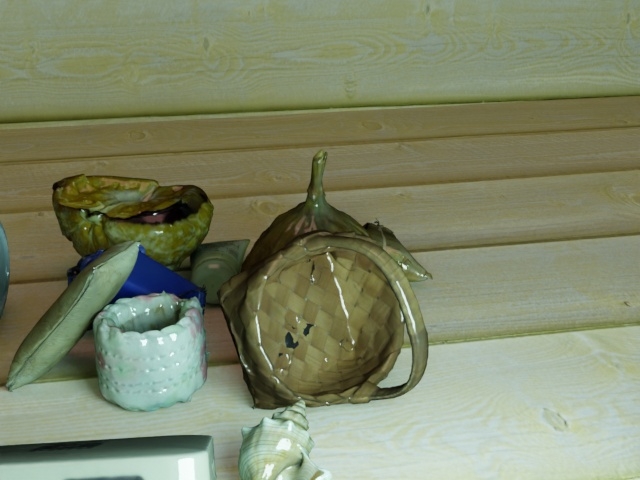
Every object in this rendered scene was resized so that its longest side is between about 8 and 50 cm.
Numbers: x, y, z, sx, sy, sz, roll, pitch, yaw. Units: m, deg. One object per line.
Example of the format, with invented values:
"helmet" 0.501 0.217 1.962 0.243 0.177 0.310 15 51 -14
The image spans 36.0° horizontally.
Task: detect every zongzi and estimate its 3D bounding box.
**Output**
"zongzi" 0.159 0.032 2.163 0.197 0.099 0.194 14 22 8

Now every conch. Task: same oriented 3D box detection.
"conch" -0.048 0.325 1.363 0.137 0.114 0.234 -9 55 7

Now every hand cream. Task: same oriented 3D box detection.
"hand cream" -0.227 0.047 2.134 0.147 0.093 0.306 -7 18 -1

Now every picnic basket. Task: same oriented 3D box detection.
"picnic basket" 0.043 0.123 1.579 0.337 0.293 0.337 -17 7 2

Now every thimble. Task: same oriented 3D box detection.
"thimble" -0.281 0.184 1.676 0.185 0.149 0.211 15 24 41

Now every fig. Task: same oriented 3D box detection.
"fig" 0.000 0.000 1.875 0.286 0.369 0.286 8 24 -4

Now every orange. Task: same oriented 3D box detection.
"orange" -0.405 -0.026 2.158 0.368 0.211 0.271 11 29 30

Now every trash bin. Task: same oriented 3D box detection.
"trash bin" -0.348 0.116 1.862 0.234 0.163 0.184 22 25 32

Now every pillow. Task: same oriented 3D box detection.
"pillow" -0.429 0.128 1.703 0.075 0.302 0.185 40 21 -2

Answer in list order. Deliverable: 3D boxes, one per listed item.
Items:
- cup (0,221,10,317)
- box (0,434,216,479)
"cup" -0.781 0.070 1.850 0.311 0.257 0.331 1 18 1
"box" -0.317 0.304 1.250 0.367 0.091 0.373 -2 -9 -5
